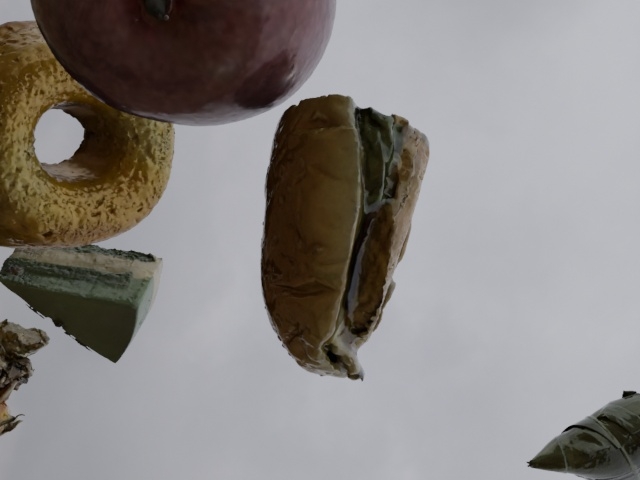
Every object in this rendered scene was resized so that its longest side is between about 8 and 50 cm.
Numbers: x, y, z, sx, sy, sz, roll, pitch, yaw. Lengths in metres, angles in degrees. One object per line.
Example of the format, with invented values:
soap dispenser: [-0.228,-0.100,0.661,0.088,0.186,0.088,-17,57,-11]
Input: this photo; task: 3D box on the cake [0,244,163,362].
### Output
cake: [-0.438,0.067,1.514,0.283,0.158,0.172,37,-56,-13]

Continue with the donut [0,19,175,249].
donut: [-0.280,-0.111,0.887,0.108,0.277,0.278,13,-68,42]

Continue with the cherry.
cherry: [-0.108,-0.199,0.646,0.213,0.236,0.285,-54,-164,23]

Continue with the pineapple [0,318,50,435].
pineapple: [-0.508,0.212,1.048,0.209,0.286,0.344,-101,176,-57]

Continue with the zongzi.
zongzi: [0.244,0.217,0.728,0.062,0.130,0.154,51,-20,48]

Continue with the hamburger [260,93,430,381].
hamburger: [0.000,0.000,0.637,0.155,0.135,0.208,50,56,-78]
